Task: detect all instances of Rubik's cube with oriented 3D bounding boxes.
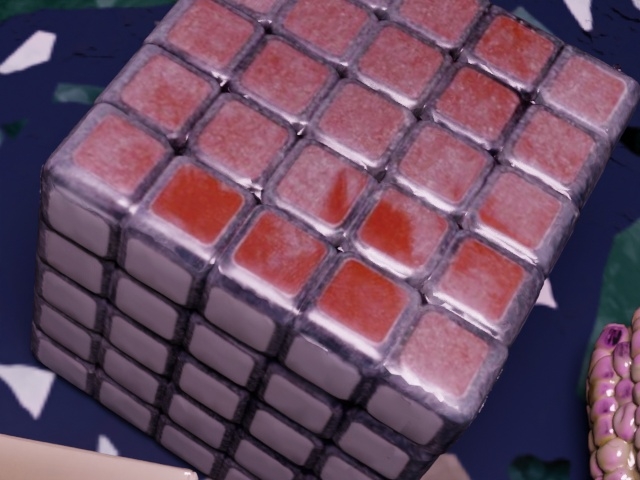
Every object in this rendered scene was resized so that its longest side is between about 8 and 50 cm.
[{"bbox_3d":[0.000,0.000,0.764,0.238,0.237,0.237,32,58,7],"label":"Rubik's cube"}]

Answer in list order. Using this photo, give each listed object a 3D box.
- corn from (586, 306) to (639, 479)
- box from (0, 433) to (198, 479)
[{"bbox_3d":[0.206,0.188,0.769,0.127,0.126,0.335,12,61,-6],"label":"corn"},{"bbox_3d":[-0.183,0.185,0.700,0.212,0.095,0.168,12,56,-6],"label":"box"}]
